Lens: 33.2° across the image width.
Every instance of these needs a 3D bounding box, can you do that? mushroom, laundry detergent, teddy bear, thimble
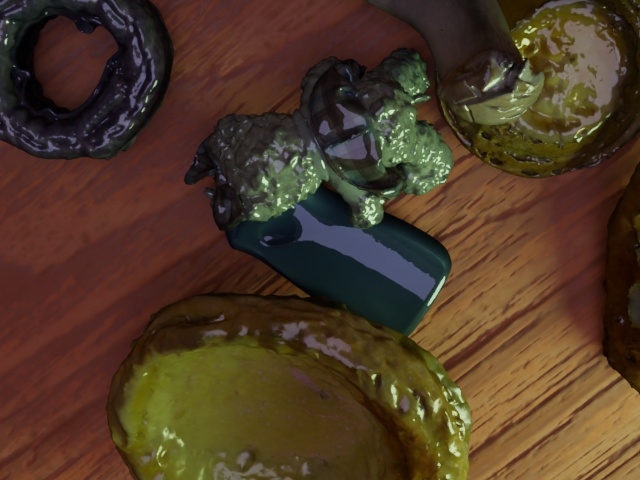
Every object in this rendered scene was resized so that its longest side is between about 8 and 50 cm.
[{"bbox_3d":[0.082,-0.179,0.799,0.223,0.092,0.081,53,137,13],"label":"mushroom"},{"bbox_3d":[0.000,-0.001,0.881,0.206,0.061,0.096,28,108,-6],"label":"laundry detergent"},{"bbox_3d":[0.013,-0.073,0.802,0.213,0.111,0.133,-20,86,-22],"label":"teddy bear"},{"bbox_3d":[-0.188,-0.136,0.828,0.150,0.098,0.150,0,102,0],"label":"thimble"}]

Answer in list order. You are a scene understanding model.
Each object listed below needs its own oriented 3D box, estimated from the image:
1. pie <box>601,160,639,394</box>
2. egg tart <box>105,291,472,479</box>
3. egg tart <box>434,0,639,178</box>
[{"bbox_3d":[0.349,0.021,0.825,0.308,0.085,0.308,20,128,28],"label":"pie"},{"bbox_3d":[-0.021,0.138,0.862,0.294,0.123,0.294,7,124,10],"label":"egg tart"},{"bbox_3d":[0.184,-0.135,0.849,0.191,0.074,0.191,0,105,0],"label":"egg tart"}]
